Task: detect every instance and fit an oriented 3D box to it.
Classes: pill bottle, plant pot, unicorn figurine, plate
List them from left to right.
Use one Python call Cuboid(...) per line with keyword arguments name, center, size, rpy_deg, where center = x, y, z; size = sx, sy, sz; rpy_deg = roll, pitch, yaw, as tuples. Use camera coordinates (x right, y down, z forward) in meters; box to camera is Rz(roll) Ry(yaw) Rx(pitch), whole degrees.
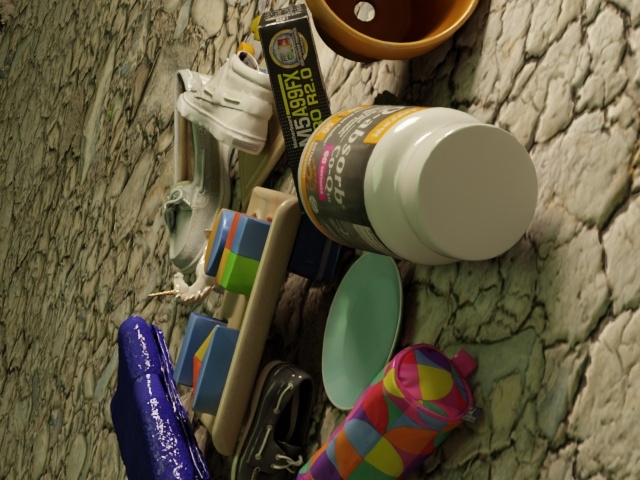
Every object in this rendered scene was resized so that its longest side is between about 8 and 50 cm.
Cuboid(name="unicorn figurine", center=(-0.154, 0.043, 2.105), size=(0.060, 0.162, 0.111), rpy_deg=(5, 80, 37))
Cuboid(name="plate", center=(0.054, 0.102, 1.722), size=(0.188, 0.024, 0.188), rpy_deg=(-46, 36, 49))
Cuboid(name="plant pot", center=(0.068, -0.293, 1.751), size=(0.188, 0.205, 0.205), rpy_deg=(134, 148, -76))
Cuboid(name="pill bottle", center=(0.097, -0.058, 1.551), size=(0.278, 0.162, 0.162), rpy_deg=(13, 87, 67))

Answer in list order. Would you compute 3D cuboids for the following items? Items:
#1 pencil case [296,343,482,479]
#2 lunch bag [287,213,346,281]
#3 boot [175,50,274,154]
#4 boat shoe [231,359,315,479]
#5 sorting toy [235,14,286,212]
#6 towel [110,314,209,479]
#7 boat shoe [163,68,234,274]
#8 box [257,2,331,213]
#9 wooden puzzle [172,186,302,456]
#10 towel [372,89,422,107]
Cuboid(name="pencil case", center=(0.067, 0.203, 1.543), size=(0.236, 0.104, 0.104), rpy_deg=(-52, 32, 39))
Cuboid(name="lunch bag", center=(0.000, 0.000, 1.858), size=(0.067, 0.065, 0.098), rpy_deg=(-155, 79, -82))
Cuboid(name="boot", center=(-0.124, -0.211, 2.166), size=(0.258, 0.095, 0.123), rpy_deg=(36, 106, 59))
Cuboid(name="boat shoe", center=(-0.053, 0.249, 1.809), size=(0.065, 0.075, 0.206), rpy_deg=(10, 89, 45))
Cuboid(name="sorting toy", center=(-0.071, -0.218, 2.197), size=(0.307, 0.041, 0.229), rpy_deg=(-97, 27, -42))
Cuboid(name="towel", center=(-0.225, 0.285, 2.110), size=(0.228, 0.076, 0.308), rpy_deg=(102, 155, -44))
Cuboid(name="boat shoe", center=(-0.195, -0.106, 2.315), size=(0.118, 0.103, 0.320), rpy_deg=(-23, 55, 61))
Cuboid(name="box", center=(-0.020, -0.163, 1.789), size=(0.270, 0.060, 0.216), rpy_deg=(-97, -6, -77))
Cuboid(name="wooden puzzle", center=(-0.117, 0.087, 1.945), size=(0.348, 0.080, 0.322), rpy_deg=(-159, 84, -81))
Cuboid(name="towel", center=(0.086, -0.114, 1.782), size=(0.148, 0.027, 0.110), rpy_deg=(38, 111, 64))
